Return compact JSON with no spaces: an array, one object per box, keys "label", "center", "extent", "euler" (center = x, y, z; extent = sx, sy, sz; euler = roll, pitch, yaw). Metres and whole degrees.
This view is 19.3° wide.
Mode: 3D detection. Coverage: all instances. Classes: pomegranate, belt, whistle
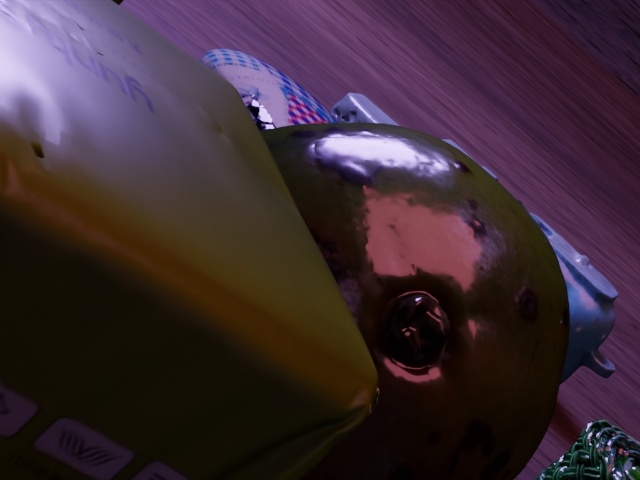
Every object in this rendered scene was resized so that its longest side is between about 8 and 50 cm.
[{"label":"pomegranate","center":[0.000,0.043,0.828],"extent":[0.202,0.202,0.248],"euler":[43,-17,-7]},{"label":"belt","center":[0.208,0.177,1.159],"extent":[0.151,0.079,0.121],"euler":[48,17,6]},{"label":"whistle","center":[0.108,-0.003,1.334],"extent":[0.274,0.093,0.186],"euler":[46,17,12]}]

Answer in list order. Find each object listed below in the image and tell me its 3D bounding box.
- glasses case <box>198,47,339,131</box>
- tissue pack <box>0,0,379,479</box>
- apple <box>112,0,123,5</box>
[{"label":"glasses case","center":[0.000,0.000,1.086],"extent":[0.125,0.076,0.327],"euler":[34,21,-37]},{"label":"tissue pack","center":[-0.145,-0.015,0.624],"extent":[0.275,0.167,0.200],"euler":[31,22,-38]},{"label":"apple","center":[-0.160,-0.206,0.906],"extent":[0.226,0.246,0.246],"euler":[50,17,-4]}]
